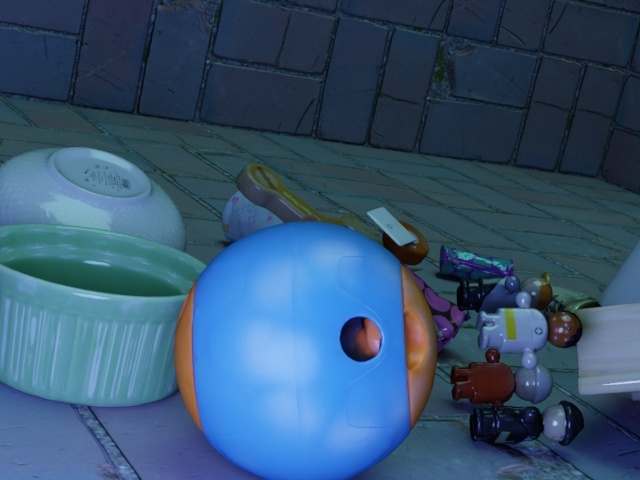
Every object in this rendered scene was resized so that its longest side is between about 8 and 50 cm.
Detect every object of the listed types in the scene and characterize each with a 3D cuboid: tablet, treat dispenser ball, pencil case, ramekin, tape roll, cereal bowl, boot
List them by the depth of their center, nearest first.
[{"bbox_3d":[-0.017,0.122,1.375,0.288,0.288,0.288,12,12,-3],"label":"treat dispenser ball"},{"bbox_3d":[-0.291,0.091,1.569,0.303,0.148,0.303,11,13,-3],"label":"ramekin"},{"bbox_3d":[-0.360,-0.047,1.947,0.338,0.141,0.339,18,25,-9],"label":"cereal bowl"},{"bbox_3d":[0.130,0.086,1.975,0.209,0.095,0.098,36,27,-2],"label":"pencil case"},{"bbox_3d":[0.119,-0.024,2.106,0.083,0.006,0.054,45,33,19],"label":"tablet"},{"bbox_3d":[0.641,0.103,2.221,0.246,0.169,0.246,29,15,-8],"label":"tape roll"},{"bbox_3d":[0.434,0.122,2.310,0.165,0.077,0.213,19,9,26],"label":"boot"},{"bbox_3d":[-0.077,-0.010,2.314,0.113,0.124,0.273,39,-4,-36],"label":"pencil case"},{"bbox_3d":[0.310,0.055,2.510,0.151,0.065,0.070,12,-3,1],"label":"pencil case"}]

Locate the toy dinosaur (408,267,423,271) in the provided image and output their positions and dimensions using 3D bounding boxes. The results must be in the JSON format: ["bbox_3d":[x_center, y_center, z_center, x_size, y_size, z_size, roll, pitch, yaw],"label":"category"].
[{"bbox_3d":[0.076,0.047,2.370,0.211,0.064,0.112,-1,34,-14],"label":"toy dinosaur"}]

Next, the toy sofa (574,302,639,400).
[{"bbox_3d":[0.480,0.192,1.788,0.150,0.177,0.362,-7,-10,25],"label":"toy sofa"}]

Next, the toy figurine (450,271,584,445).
[{"bbox_3d":[0.266,0.156,1.679,0.148,0.210,0.213,1,15,-5],"label":"toy figurine"}]

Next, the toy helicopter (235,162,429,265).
[{"bbox_3d":[0.000,0.000,2.096,0.355,0.140,0.235,38,30,0],"label":"toy helicopter"}]
